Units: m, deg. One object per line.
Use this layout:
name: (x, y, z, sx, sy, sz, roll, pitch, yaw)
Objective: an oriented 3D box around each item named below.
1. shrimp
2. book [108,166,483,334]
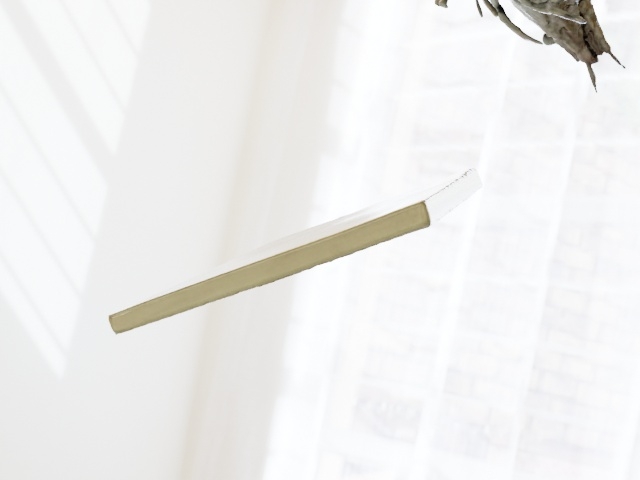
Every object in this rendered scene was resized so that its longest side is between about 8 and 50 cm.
shrimp: (0.178, -0.335, 1.176, 0.221, 0.410, 0.166, -34, 173, 8)
book: (0.000, 0.000, 0.837, 0.208, 0.020, 0.295, -19, -178, 15)
